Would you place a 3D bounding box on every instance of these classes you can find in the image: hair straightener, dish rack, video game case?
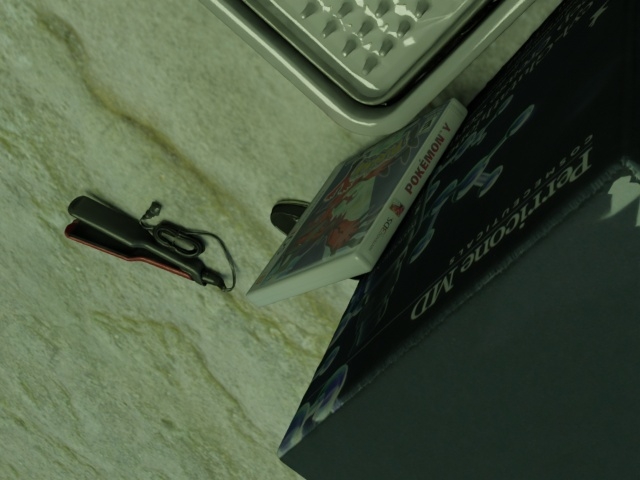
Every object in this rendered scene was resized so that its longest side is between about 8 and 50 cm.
[{"bbox_3d":[-0.206,0.000,0.931,0.230,0.047,0.089,26,130,5],"label":"hair straightener"},{"bbox_3d":[0.016,-0.275,0.619,0.333,0.072,0.285,41,129,-8],"label":"dish rack"},{"bbox_3d":[0.027,-0.029,0.680,0.023,0.183,0.201,42,151,-15],"label":"video game case"}]

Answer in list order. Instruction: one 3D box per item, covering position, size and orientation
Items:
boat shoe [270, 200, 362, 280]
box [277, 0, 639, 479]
[{"bbox_3d":[0.001,-0.001,0.843,0.133,0.042,0.049,29,132,4],"label":"boat shoe"},{"bbox_3d":[0.186,0.006,0.532,0.212,0.395,0.293,37,129,-6],"label":"box"}]
